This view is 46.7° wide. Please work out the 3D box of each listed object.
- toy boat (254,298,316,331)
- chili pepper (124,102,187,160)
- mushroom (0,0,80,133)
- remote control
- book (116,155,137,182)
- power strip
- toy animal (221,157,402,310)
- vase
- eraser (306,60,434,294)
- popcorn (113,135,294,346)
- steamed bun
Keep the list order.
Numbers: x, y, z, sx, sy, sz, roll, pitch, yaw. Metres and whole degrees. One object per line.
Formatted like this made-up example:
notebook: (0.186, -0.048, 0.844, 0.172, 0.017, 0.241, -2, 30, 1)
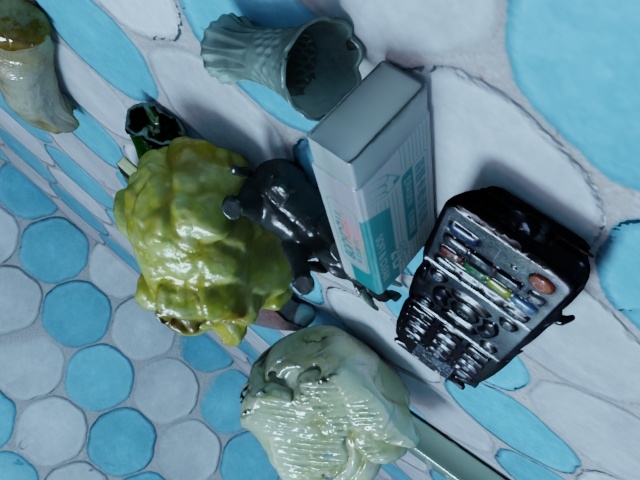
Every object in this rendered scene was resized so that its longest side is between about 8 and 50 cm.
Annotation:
toy boat: (-0.109, 0.094, 1.354, 0.227, 0.085, 0.155, 1, 148, 46)
chili pepper: (-0.230, -0.120, 1.093, 0.088, 0.059, 0.227, 33, 163, 6)
mushroom: (-0.451, -0.261, 1.144, 0.122, 0.095, 0.351, 22, 164, -2)
remote control: (0.159, 0.067, 0.752, 0.144, 0.062, 0.399, 35, 160, 12)
book: (-0.263, -0.057, 1.288, 0.201, 0.026, 0.289, 41, 171, -5)
power strip: (0.279, 0.444, 1.407, 0.385, 0.062, 0.091, 32, 164, 24)
toy animal: (0.001, 0.005, 0.840, 0.269, 0.082, 0.137, 42, -163, -13)
vase: (-0.041, -0.152, 0.617, 0.148, 0.081, 0.081, 26, 157, 47)
eraser: (0.053, -0.043, 0.648, 0.052, 0.095, 0.225, 36, 162, 25)
popcorn: (-0.145, 0.004, 0.970, 0.215, 0.252, 0.286, -15, 146, 17)
steamed bun: (0.019, 0.274, 1.273, 0.268, 0.207, 0.280, -36, 103, 26)
